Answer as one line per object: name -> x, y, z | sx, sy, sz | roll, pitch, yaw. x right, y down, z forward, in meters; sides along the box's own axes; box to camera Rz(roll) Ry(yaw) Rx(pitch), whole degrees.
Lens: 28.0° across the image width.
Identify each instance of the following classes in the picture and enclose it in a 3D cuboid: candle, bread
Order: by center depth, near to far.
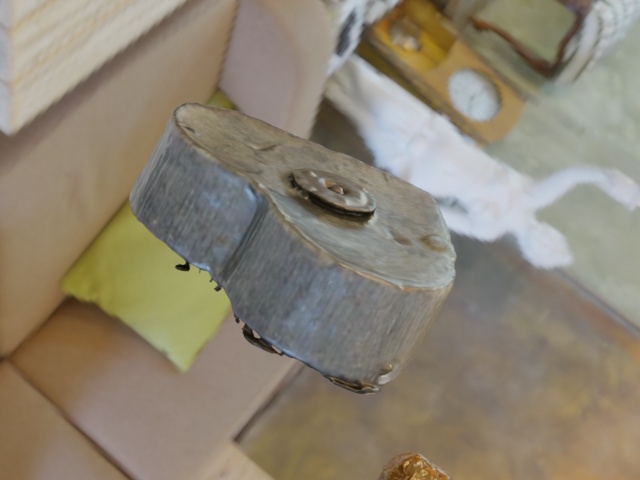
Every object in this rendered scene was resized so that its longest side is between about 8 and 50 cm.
candle -> 0.000, 0.000, 0.690 | 0.168, 0.192, 0.068 | 2, 123, -51
bread -> 0.103, 0.210, 0.911 | 0.052, 0.157, 0.044 | -51, -170, -9
